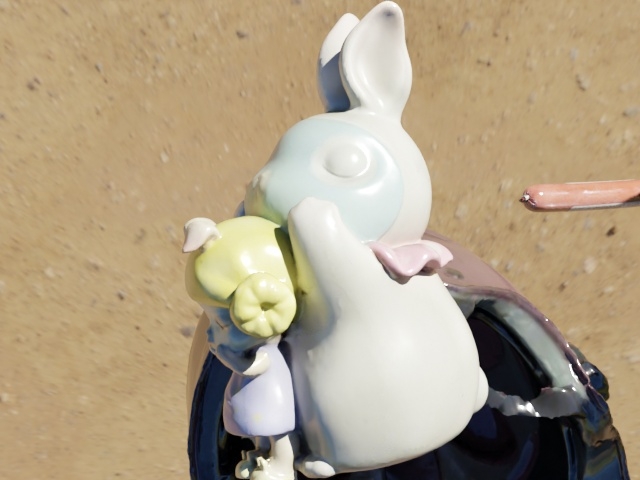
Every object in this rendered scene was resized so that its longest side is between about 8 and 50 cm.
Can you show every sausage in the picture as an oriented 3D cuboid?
[{"bbox_3d":[0.287,-0.046,1.371,0.223,0.029,0.029,-4,78,-33],"label":"sausage"}]

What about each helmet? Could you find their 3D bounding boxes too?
[{"bbox_3d":[0.049,0.124,0.949,0.271,0.197,0.338,-42,115,9],"label":"helmet"}]

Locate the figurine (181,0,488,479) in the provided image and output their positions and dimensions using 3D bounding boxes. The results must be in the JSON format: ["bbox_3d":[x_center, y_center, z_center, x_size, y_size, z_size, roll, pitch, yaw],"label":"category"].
[{"bbox_3d":[0.000,0.000,0.730,0.155,0.127,0.236,-14,96,-10],"label":"figurine"}]
